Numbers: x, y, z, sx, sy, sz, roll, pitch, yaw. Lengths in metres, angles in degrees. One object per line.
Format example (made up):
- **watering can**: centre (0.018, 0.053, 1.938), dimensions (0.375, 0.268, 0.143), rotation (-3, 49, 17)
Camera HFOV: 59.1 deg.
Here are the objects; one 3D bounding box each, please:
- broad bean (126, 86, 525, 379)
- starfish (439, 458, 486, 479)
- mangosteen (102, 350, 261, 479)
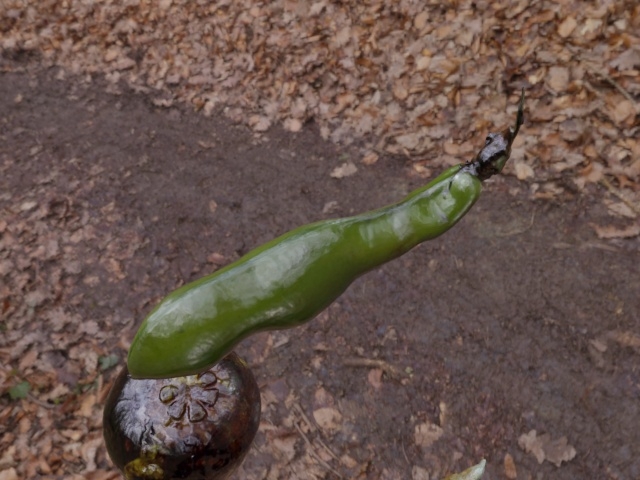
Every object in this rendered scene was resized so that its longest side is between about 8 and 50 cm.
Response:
- **broad bean**: centre (0.003, 0.006, 0.396), dimensions (0.318, 0.098, 0.056), rotation (-34, 54, -4)
- **starfish**: centre (0.027, 0.325, 0.464), dimensions (0.078, 0.347, 0.357), rotation (27, 82, 12)
- **mangosteen**: centre (-0.172, 0.228, 0.718), dimensions (0.193, 0.217, 0.192), rotation (6, 54, -9)
